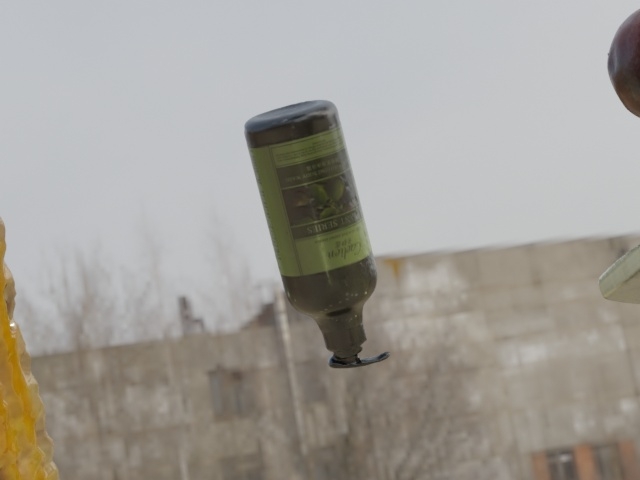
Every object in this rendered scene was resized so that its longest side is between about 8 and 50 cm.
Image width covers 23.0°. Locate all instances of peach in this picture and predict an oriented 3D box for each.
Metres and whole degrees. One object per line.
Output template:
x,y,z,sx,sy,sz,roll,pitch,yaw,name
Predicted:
0.429,-0.210,1.941,0.152,0.152,0.152,-9,-12,-2,peach

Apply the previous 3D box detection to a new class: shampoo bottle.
0.000,0.000,1.640,0.101,0.284,0.101,-13,12,3,shampoo bottle

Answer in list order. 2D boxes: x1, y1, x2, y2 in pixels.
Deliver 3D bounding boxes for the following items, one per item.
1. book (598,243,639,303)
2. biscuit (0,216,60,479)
0.468,0.034,1.535,0.352,0.035,0.239,3,-14,-3,book
-0.149,0.033,0.530,0.094,0.379,0.054,5,27,25,biscuit
